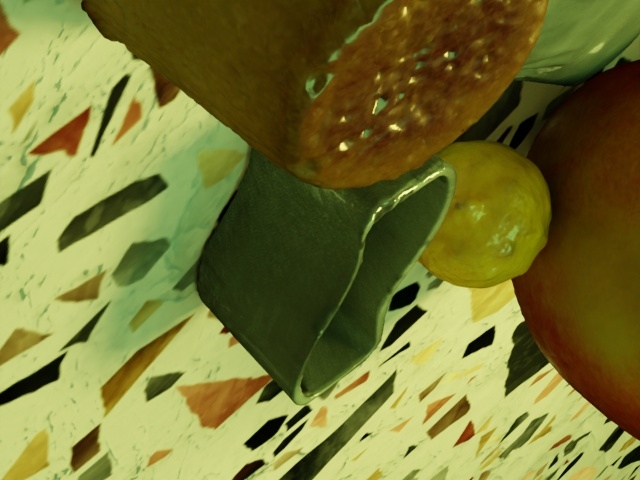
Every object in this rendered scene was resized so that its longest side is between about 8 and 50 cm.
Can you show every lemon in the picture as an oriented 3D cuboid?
[{"bbox_3d":[0.119,-0.020,1.452,0.114,0.114,0.155,-48,168,9],"label":"lemon"}]

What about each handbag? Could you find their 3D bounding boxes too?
[{"bbox_3d":[0.175,-0.182,1.315,0.191,0.075,0.332,-49,163,21],"label":"handbag"}]

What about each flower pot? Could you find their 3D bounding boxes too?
[{"bbox_3d":[0.000,0.000,1.264,0.103,0.108,0.229,-29,156,-38],"label":"flower pot"}]

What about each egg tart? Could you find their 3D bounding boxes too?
[{"bbox_3d":[0.005,-0.135,0.910,0.215,0.171,0.215,-30,150,-19],"label":"egg tart"}]

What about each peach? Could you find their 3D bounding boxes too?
[{"bbox_3d":[0.280,0.018,1.533,0.242,0.306,0.380,-42,180,-11],"label":"peach"}]
